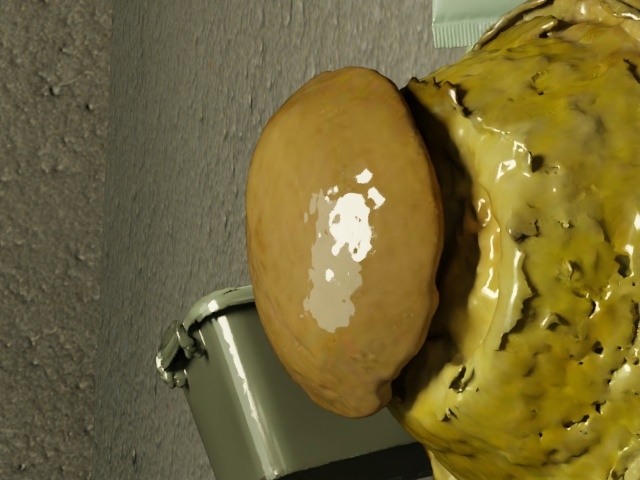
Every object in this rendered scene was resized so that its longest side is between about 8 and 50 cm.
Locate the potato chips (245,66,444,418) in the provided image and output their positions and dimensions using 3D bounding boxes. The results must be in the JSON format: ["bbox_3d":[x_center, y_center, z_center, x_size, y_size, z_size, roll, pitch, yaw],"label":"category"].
[{"bbox_3d":[0.000,-0.001,1.100,0.195,0.062,0.208,4,88,59],"label":"potato chips"}]

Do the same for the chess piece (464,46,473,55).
[{"bbox_3d":[0.113,-0.146,1.301,0.059,0.059,0.149,-158,73,-72],"label":"chess piece"}]

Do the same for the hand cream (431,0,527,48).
[{"bbox_3d":[0.108,-0.282,1.300,0.058,0.085,0.331,77,-171,-70],"label":"hand cream"}]

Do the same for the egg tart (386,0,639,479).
[{"bbox_3d":[0.106,0.015,1.106,0.345,0.132,0.345,-7,81,60],"label":"egg tart"}]

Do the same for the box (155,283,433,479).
[{"bbox_3d":[0.019,0.103,1.317,0.163,0.243,0.135,127,129,-61],"label":"box"}]
